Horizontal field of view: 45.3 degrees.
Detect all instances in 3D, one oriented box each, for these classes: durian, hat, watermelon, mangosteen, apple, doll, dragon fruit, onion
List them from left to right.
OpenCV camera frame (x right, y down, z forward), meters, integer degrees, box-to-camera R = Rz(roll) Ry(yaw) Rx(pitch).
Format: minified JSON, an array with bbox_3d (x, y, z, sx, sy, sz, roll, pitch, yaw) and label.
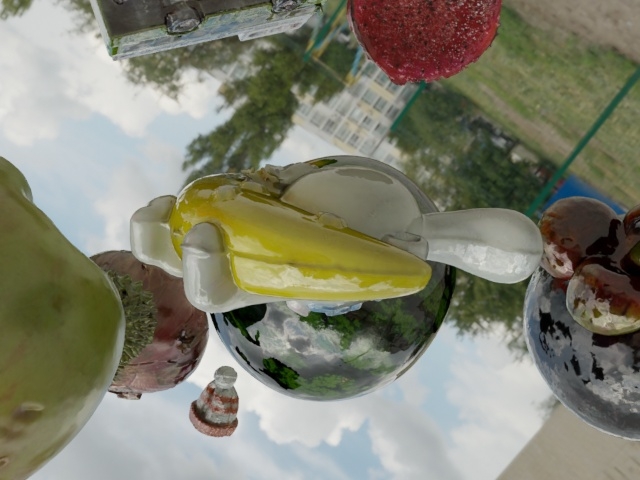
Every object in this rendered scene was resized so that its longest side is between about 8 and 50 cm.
[{"bbox_3d":[-0.347,0.069,0.682,0.338,0.305,0.338,57,177,5],"label":"apple"},{"bbox_3d":[-0.374,0.143,1.243,0.200,0.176,0.237,20,-157,18],"label":"durian"},{"bbox_3d":[-0.388,0.173,1.578,0.354,0.353,0.353,34,-167,-9],"label":"onion"},{"bbox_3d":[-0.214,0.335,1.638,0.112,0.162,0.093,24,-162,7],"label":"hat"},{"bbox_3d":[0.000,0.000,0.558,0.237,0.111,0.252,10,-169,44],"label":"doll"},{"bbox_3d":[0.011,0.041,0.805,0.269,0.269,0.269,34,-167,-9],"label":"watermelon"},{"bbox_3d":[0.092,-0.240,0.756,0.153,0.153,0.111,32,-167,-17],"label":"dragon fruit"},{"bbox_3d":[0.487,0.112,1.179,0.435,0.382,0.382,38,-172,-44],"label":"mangosteen"}]

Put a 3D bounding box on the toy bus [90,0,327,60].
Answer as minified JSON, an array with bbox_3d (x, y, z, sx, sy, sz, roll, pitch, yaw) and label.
[{"bbox_3d":[-0.139,-0.312,0.975,0.139,0.302,0.113,-23,86,69],"label":"toy bus"}]
